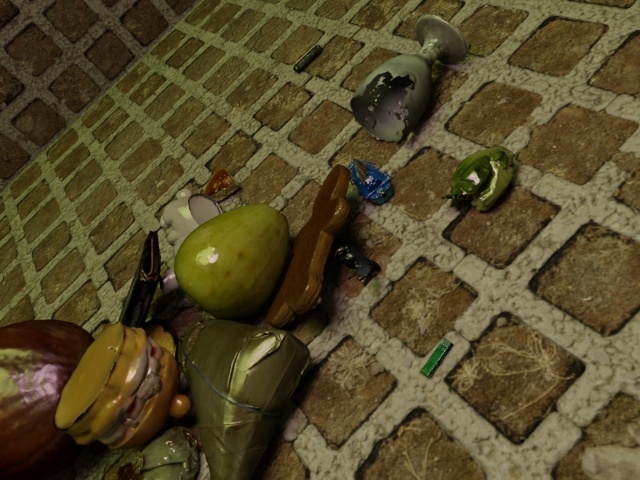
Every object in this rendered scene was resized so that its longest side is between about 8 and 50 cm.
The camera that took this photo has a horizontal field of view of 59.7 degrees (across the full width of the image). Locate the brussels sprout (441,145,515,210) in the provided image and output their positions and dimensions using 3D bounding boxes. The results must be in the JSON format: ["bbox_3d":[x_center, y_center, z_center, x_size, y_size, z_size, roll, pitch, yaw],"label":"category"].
[{"bbox_3d":[0.358,-0.146,1.260,0.181,0.100,0.139,-57,24,-1],"label":"brussels sprout"}]

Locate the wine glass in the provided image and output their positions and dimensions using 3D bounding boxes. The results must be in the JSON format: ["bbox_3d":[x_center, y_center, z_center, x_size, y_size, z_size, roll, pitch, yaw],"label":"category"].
[{"bbox_3d":[0.238,-0.434,1.515,0.190,0.190,0.357,24,69,45],"label":"wine glass"}]

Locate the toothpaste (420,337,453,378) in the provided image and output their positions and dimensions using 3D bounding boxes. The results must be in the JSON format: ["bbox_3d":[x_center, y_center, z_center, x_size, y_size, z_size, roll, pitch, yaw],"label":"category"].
[{"bbox_3d":[0.229,0.231,1.097,0.020,0.017,0.083,28,76,43],"label":"toothpaste"}]

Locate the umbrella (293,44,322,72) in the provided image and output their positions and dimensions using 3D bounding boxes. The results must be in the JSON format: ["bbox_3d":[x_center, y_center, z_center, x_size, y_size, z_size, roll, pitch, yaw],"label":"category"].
[{"bbox_3d":[-0.045,-0.656,2.015,0.036,0.031,0.133,42,84,21],"label":"umbrella"}]

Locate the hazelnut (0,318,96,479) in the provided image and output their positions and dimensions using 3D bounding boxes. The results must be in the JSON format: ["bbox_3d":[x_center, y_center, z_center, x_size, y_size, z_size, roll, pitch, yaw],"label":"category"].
[{"bbox_3d":[-0.731,0.402,1.427,0.421,0.352,0.420,-8,49,10],"label":"hazelnut"}]

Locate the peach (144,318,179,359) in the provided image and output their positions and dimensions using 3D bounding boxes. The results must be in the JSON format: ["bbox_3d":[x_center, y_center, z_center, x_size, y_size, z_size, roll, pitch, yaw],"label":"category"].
[{"bbox_3d":[-0.461,0.341,1.478,0.189,0.068,0.279,5,57,30],"label":"peach"}]

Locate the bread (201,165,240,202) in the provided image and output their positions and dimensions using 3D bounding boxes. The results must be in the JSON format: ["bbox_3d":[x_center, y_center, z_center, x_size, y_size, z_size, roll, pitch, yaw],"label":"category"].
[{"bbox_3d":[-0.333,-0.164,1.805,0.136,0.054,0.154,-44,37,-4],"label":"bread"}]

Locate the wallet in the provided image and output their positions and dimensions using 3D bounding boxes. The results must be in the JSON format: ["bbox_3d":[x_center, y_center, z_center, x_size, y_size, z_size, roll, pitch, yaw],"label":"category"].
[{"bbox_3d":[-0.484,0.121,1.501,0.262,0.071,0.220,-110,38,-58],"label":"wallet"}]

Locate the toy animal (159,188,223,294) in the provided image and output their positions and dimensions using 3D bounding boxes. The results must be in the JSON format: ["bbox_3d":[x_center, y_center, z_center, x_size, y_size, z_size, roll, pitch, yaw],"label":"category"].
[{"bbox_3d":[-0.351,0.013,1.562,0.154,0.209,0.325,-37,41,40],"label":"toy animal"}]

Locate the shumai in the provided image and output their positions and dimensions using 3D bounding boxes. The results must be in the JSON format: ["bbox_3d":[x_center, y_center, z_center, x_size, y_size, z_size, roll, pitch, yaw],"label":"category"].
[{"bbox_3d":[-0.369,0.488,1.234,0.184,0.142,0.184,-18,51,24],"label":"shumai"}]

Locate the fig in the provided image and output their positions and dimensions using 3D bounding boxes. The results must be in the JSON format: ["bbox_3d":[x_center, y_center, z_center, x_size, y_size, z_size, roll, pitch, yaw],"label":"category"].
[{"bbox_3d":[-0.203,0.043,1.399,0.258,0.258,0.326,19,57,44],"label":"fig"}]

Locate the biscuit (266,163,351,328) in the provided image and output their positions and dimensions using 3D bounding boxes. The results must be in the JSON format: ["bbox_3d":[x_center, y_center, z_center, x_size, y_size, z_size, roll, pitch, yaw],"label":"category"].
[{"bbox_3d":[0.001,0.001,1.348,0.283,0.064,0.432,-39,28,58],"label":"biscuit"}]

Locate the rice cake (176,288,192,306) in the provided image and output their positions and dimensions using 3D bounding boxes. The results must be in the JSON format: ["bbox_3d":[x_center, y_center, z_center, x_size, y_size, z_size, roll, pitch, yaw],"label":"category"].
[{"bbox_3d":[-0.380,0.089,1.640,0.045,0.042,0.245,-10,49,14],"label":"rice cake"}]

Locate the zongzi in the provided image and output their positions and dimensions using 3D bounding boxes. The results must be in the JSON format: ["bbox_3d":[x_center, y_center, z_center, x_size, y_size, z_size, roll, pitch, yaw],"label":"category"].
[{"bbox_3d":[-0.231,0.365,1.227,0.356,0.174,0.392,4,67,46],"label":"zongzi"}]

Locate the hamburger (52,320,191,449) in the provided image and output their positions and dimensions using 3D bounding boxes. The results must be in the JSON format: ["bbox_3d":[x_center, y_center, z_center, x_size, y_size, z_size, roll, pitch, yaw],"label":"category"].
[{"bbox_3d":[-0.437,0.347,1.282,0.276,0.237,0.276,-37,32,28],"label":"hamburger"}]

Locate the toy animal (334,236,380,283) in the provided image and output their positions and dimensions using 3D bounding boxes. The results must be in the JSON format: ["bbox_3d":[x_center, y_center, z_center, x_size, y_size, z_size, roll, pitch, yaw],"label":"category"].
[{"bbox_3d":[0.084,0.047,1.291,0.062,0.108,0.220,-42,21,7],"label":"toy animal"}]

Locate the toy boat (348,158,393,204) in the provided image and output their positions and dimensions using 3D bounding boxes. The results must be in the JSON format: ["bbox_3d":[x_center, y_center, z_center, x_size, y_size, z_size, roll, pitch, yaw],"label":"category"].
[{"bbox_3d":[0.112,-0.175,1.447,0.091,0.110,0.175,-40,41,2],"label":"toy boat"}]
